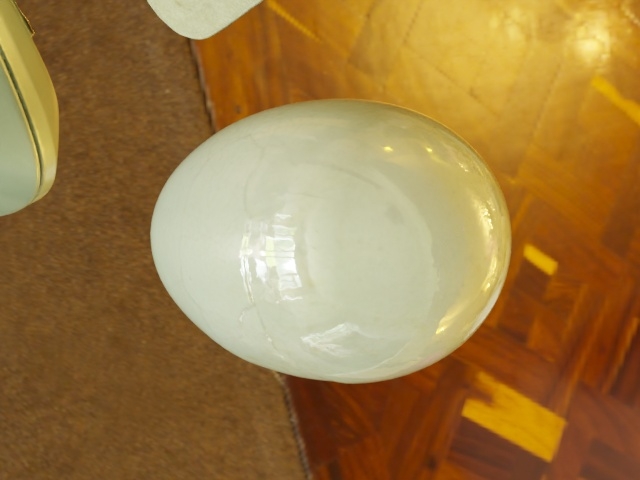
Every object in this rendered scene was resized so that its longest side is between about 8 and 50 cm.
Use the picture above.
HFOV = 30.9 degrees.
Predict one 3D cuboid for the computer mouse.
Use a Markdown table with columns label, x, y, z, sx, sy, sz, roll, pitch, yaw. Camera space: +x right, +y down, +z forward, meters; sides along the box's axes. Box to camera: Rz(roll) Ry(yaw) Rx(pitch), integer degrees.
| label | x | y | z | sx | sy | sz | roll | pitch | yaw |
| --- | --- | --- | --- | --- | --- | --- | --- | --- | --- |
| computer mouse | -0.270 | -0.124 | 0.711 | 0.288 | 0.159 | 0.097 | 65 | 36 | -39 |

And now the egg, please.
| label | x | y | z | sx | sy | sz | roll | pitch | yaw |
| --- | --- | --- | --- | --- | --- | --- | --- | --- | --- |
| egg | 0.000 | 0.000 | 0.622 | 0.151 | 0.209 | 0.151 | 1 | 88 | -57 |

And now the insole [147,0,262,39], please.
| label | x | y | z | sx | sy | sz | roll | pitch | yaw |
| --- | --- | --- | --- | --- | --- | --- | --- | --- | --- |
| insole | -0.020 | -0.131 | 0.486 | 0.010 | 0.192 | 0.063 | -43 | 105 | -38 |
